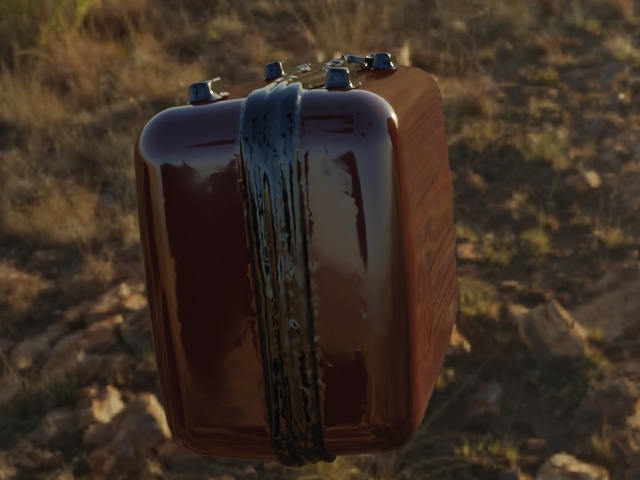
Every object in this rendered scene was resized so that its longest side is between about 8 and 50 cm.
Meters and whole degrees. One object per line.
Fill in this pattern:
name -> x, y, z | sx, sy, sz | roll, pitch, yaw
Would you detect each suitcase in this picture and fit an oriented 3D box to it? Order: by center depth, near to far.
suitcase -> 0.000, 0.000, 0.716 | 0.161, 0.236, 0.297 | -3, 11, 12
